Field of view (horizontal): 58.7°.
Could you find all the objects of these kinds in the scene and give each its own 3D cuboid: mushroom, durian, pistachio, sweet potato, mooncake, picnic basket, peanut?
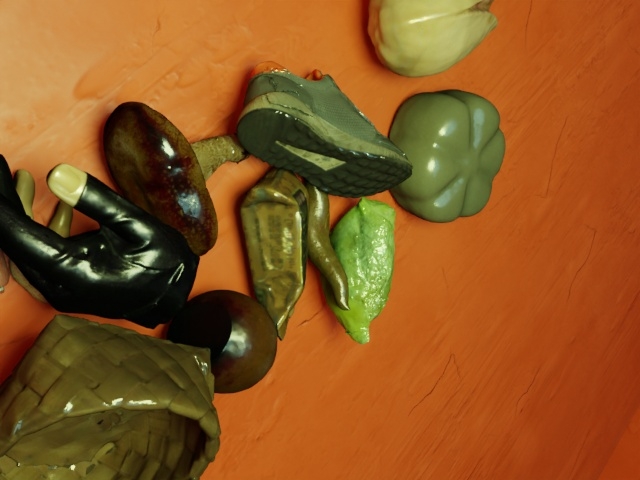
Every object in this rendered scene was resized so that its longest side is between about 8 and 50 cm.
[{"bbox_3d":[-0.180,-0.117,0.804,0.217,0.148,0.227,-50,138,-41],"label":"mushroom"},{"bbox_3d":[0.064,0.048,1.009,0.101,0.139,0.250,15,91,-33],"label":"durian"},{"bbox_3d":[0.200,-0.388,0.982,0.299,0.187,0.187,-28,117,-35],"label":"pistachio"},{"bbox_3d":[-0.001,0.002,0.972,0.059,0.069,0.249,4,71,-59],"label":"sweet potato"},{"bbox_3d":[0.250,-0.161,1.113,0.275,0.135,0.275,-14,113,-35],"label":"mooncake"},{"bbox_3d":[-0.262,0.298,0.646,0.293,0.337,0.337,23,86,-39],"label":"picnic basket"},{"bbox_3d":[-0.370,0.047,0.730,0.037,0.037,0.083,-38,122,-25],"label":"peanut"}]

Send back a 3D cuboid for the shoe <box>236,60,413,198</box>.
[{"bbox_3d":[0.009,-0.187,0.916,0.336,0.132,0.171,18,53,-40],"label":"shoe"}]

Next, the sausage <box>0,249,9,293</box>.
[{"bbox_3d":[-0.413,-0.038,0.680,0.029,0.029,0.223,-20,113,-33],"label":"sausage"}]

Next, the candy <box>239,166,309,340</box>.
[{"bbox_3d":[-0.067,0.024,0.916,0.143,0.101,0.271,-64,152,-68],"label":"candy"}]

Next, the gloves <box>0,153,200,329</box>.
[{"bbox_3d":[-0.286,-0.001,0.680,0.301,0.197,0.152,41,38,-20],"label":"gloves"}]

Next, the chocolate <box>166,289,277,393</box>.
[{"bbox_3d":[-0.140,0.154,0.864,0.177,0.177,0.177,-10,107,-36],"label":"chocolate"}]
